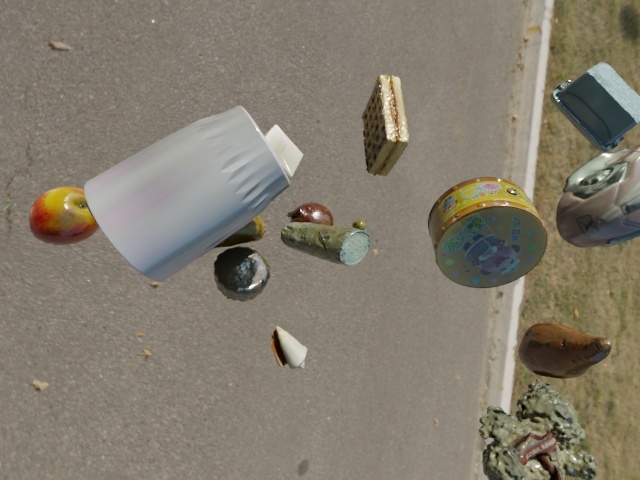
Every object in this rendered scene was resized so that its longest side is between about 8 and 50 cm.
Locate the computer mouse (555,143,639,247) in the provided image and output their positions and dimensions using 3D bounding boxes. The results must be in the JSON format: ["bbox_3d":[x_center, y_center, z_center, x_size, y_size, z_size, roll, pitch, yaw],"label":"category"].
[{"bbox_3d":[0.679,-0.111,0.838,0.389,0.115,0.199,-33,98,7],"label":"computer mouse"}]

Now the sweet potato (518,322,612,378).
[{"bbox_3d":[0.458,0.219,0.812,0.359,0.112,0.112,81,28,-73],"label":"sweet potato"}]

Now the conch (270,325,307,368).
[{"bbox_3d":[-0.118,0.394,1.461,0.176,0.104,0.094,46,42,-15],"label":"conch"}]

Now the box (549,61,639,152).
[{"bbox_3d":[0.758,-0.365,1.109,0.162,0.130,0.227,-32,79,-33],"label":"box"}]

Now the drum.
[{"bbox_3d":[0.649,-0.028,1.613,0.431,0.431,0.214,51,27,-29],"label":"drum"}]

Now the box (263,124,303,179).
[{"bbox_3d":[-0.240,-0.200,1.352,0.143,0.341,0.225,47,25,-18],"label":"box"}]

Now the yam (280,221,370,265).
[{"bbox_3d":[0.000,0.000,1.417,0.133,0.330,0.133,-26,122,-51],"label":"yam"}]

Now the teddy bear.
[{"bbox_3d":[0.624,0.565,1.147,0.357,0.224,0.367,31,63,3],"label":"teddy bear"}]

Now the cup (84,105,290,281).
[{"bbox_3d":[-0.270,-0.102,0.866,0.371,0.253,0.253,-32,115,-3],"label":"cup"}]

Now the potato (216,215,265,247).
[{"bbox_3d":[-0.388,-0.051,1.566,0.369,0.176,0.195,2,108,-26],"label":"potato"}]

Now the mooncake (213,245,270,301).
[{"bbox_3d":[-0.323,0.139,1.652,0.228,0.124,0.228,9,54,-13],"label":"mooncake"}]

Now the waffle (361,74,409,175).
[{"bbox_3d":[0.271,-0.495,1.775,0.114,0.261,0.376,6,63,-14],"label":"waffle"}]

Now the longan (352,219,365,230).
[{"bbox_3d":[0.201,-0.082,2.156,0.083,0.075,0.075,38,66,-46],"label":"longan"}]

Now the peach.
[{"bbox_3d":[-0.808,-0.073,1.290,0.190,0.192,0.190,53,26,-41],"label":"peach"}]

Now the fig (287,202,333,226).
[{"bbox_3d":[-0.051,-0.078,1.738,0.205,0.205,0.205,-1,91,-41],"label":"fig"}]
